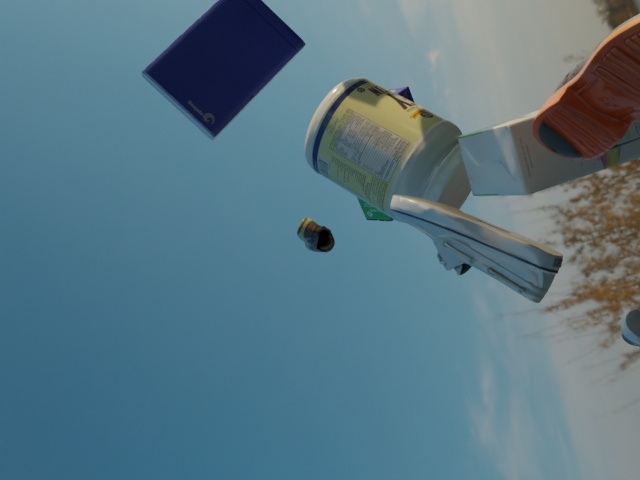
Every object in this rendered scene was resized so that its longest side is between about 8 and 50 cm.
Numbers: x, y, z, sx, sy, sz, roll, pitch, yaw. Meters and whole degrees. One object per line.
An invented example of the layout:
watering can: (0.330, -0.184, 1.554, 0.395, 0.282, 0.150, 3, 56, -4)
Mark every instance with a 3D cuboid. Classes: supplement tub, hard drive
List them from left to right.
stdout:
hard drive: (-0.214, -0.410, 1.492, 0.210, 0.040, 0.318, 43, -106, -7)
supplement tub: (0.156, -0.182, 1.406, 0.325, 0.235, 0.235, 33, -161, 22)

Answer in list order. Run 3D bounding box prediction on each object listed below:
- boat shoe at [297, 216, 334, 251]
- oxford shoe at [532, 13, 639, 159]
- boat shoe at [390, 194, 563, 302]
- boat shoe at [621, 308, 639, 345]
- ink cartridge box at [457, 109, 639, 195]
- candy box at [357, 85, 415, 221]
boat shoe: (0.000, 0.000, 1.288, 0.056, 0.049, 0.152, -59, -24, 0)
oxford shoe: (0.378, -0.216, 0.758, 0.130, 0.364, 0.132, 35, -107, -6)
boat shoe: (0.202, 0.008, 0.928, 0.095, 0.258, 0.084, 1, -68, -55)
boat shoe: (0.648, 0.176, 1.316, 0.080, 0.076, 0.229, 39, -146, 26)
ink cartridge box: (0.441, -0.181, 1.112, 0.207, 0.354, 0.119, -163, 55, -79)
candy box: (0.204, -0.259, 1.993, 0.268, 0.122, 0.317, -40, -63, -30)
